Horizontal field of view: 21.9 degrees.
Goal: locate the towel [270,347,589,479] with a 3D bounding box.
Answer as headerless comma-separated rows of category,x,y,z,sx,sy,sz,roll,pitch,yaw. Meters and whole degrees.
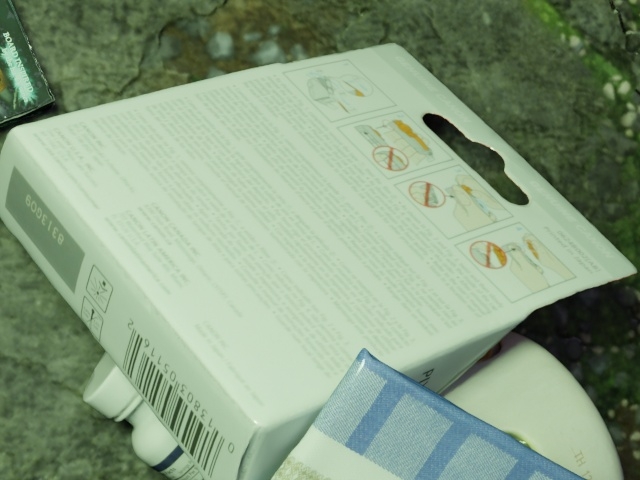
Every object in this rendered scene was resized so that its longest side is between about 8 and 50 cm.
towel,0.029,0.232,1.092,0.209,0.034,0.285,30,97,-21

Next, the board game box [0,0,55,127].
board game box,-0.293,-0.164,1.236,0.126,0.026,0.186,-23,89,-24

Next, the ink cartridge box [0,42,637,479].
ink cartridge box,0.000,0.000,1.229,0.385,0.091,0.308,-18,53,-39

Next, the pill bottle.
pill bottle,-0.075,0.133,1.220,0.187,0.112,0.112,35,69,-12

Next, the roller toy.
roller toy,0.129,0.169,1.253,0.146,0.191,0.209,-28,52,-23
